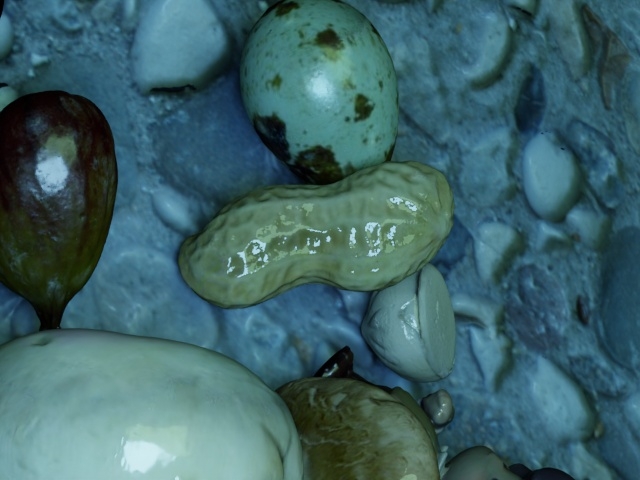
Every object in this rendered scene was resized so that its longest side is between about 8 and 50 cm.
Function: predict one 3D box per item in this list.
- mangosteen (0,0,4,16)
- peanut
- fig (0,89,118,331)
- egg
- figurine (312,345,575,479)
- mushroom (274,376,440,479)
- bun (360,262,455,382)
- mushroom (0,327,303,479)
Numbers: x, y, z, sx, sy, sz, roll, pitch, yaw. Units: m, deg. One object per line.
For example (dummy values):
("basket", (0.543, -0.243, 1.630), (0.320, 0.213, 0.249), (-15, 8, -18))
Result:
("mangosteen", (-0.394, -0.222, 1.401), (0.199, 0.200, 0.200), (13, 65, -29))
("peanut", (0.000, 0.000, 1.557), (0.298, 0.120, 0.136), (-12, 47, -7))
("fig", (-0.262, -0.003, 1.419), (0.145, 0.170, 0.274), (-3, 93, -16))
("egg", (0.004, -0.155, 1.628), (0.169, 0.169, 0.231), (-36, 110, -38))
("figurine", (0.148, 0.249, 1.551), (0.206, 0.218, 0.365), (-33, 89, -7))
("mushroom", (0.004, 0.264, 1.420), (0.146, 0.278, 0.278), (7, 68, -45))
("bun", (0.090, 0.091, 1.641), (0.138, 0.094, 0.138), (-10, 90, -67))
("mushroom", (-0.199, 0.198, 1.300), (0.315, 0.356, 0.315), (52, 17, -23))
